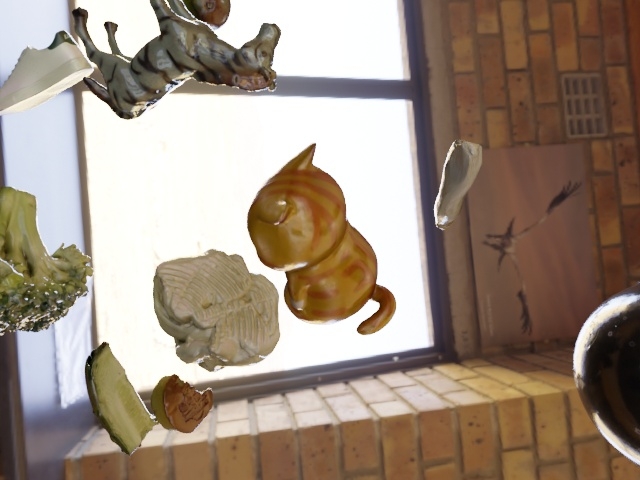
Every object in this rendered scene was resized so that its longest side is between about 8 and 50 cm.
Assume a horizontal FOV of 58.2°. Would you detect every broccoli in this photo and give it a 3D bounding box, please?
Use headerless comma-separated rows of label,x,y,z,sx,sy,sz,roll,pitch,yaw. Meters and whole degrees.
broccoli,-0.609,0.031,1.070,0.293,0.347,0.281,106,-18,-62

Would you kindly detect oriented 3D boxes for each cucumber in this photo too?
cucumber,-0.537,0.401,1.476,0.145,0.105,0.326,-54,142,-45

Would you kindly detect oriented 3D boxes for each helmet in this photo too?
helmet,0.393,0.173,0.644,0.279,0.160,0.231,-119,-160,-56

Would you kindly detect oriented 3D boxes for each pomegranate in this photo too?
pomegranate,-0.275,-0.574,1.394,0.130,0.130,0.130,175,-90,-82

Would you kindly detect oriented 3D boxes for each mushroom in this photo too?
mushroom,0.386,-0.156,1.649,0.351,0.097,0.109,98,13,-49

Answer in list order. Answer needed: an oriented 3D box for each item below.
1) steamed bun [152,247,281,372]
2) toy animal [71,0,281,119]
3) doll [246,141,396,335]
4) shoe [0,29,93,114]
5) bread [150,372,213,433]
steamed bun,-0.240,0.170,1.354,0.320,0.275,0.206,53,-25,14
toy animal,-0.179,-0.244,0.685,0.090,0.254,0.170,-23,104,-66
doll,-0.010,0.009,0.838,0.270,0.162,0.167,52,37,-39
shoe,-0.648,-0.378,1.303,0.095,0.264,0.110,-68,136,-77
bread,-0.337,0.403,1.391,0.156,0.086,0.125,41,46,-42
